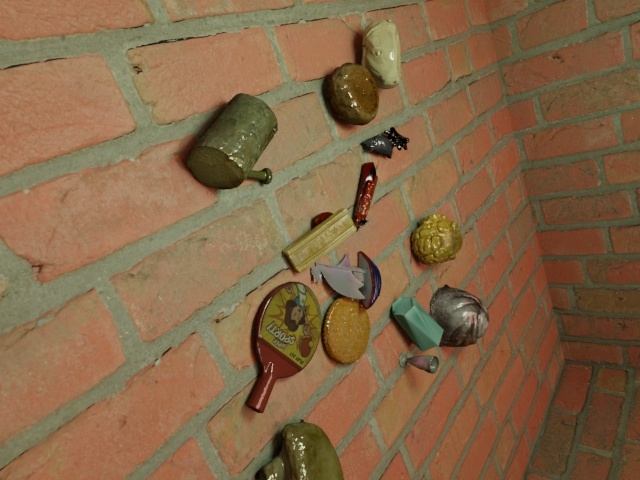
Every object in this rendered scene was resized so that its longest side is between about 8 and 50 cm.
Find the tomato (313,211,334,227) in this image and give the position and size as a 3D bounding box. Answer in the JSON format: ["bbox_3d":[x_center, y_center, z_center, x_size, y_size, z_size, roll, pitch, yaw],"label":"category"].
[{"bbox_3d":[0.021,-0.057,1.483,0.075,0.087,0.087,-45,122,-72],"label":"tomato"}]

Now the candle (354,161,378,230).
[{"bbox_3d":[0.170,-0.170,1.665,0.084,0.059,0.302,29,64,-28],"label":"candle"}]

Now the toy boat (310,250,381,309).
[{"bbox_3d":[0.113,0.151,1.551,0.318,0.072,0.219,-13,76,-47],"label":"toy boat"}]

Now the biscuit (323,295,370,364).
[{"bbox_3d":[0.096,0.321,1.560,0.253,0.035,0.254,5,83,-47],"label":"biscuit"}]

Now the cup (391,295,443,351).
[{"bbox_3d":[0.395,0.340,1.814,0.236,0.148,0.134,47,23,-27],"label":"cup"}]

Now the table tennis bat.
[{"bbox_3d":[-0.117,0.320,1.334,0.268,0.051,0.415,47,53,-33],"label":"table tennis bat"}]

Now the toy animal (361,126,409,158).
[{"bbox_3d":[0.244,-0.383,1.763,0.209,0.121,0.117,-19,145,-29],"label":"toy animal"}]

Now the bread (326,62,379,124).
[{"bbox_3d":[0.117,-0.537,1.595,0.229,0.122,0.230,10,76,-41],"label":"bread"}]

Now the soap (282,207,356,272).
[{"bbox_3d":[0.000,0.000,1.416,0.252,0.037,0.092,-37,116,-14],"label":"soap"}]

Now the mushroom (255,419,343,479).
[{"bbox_3d":[-0.028,0.677,1.295,0.291,0.211,0.218,24,77,-35],"label":"mushroom"}]

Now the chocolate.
[{"bbox_3d":[0.673,0.364,2.032,0.303,0.212,0.304,3,86,-47],"label":"chocolate"}]

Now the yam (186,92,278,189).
[{"bbox_3d":[-0.231,-0.275,1.188,0.161,0.161,0.268,49,52,-32],"label":"yam"}]

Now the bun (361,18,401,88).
[{"bbox_3d":[0.235,-0.727,1.704,0.259,0.159,0.260,-2,90,-72],"label":"bun"}]

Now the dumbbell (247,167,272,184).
[{"bbox_3d":[-0.199,-0.197,1.291,0.117,0.046,0.052,-1,82,-46],"label":"dumbbell"}]

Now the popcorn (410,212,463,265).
[{"bbox_3d":[0.520,-0.006,1.930,0.250,0.189,0.251,-13,108,-44],"label":"popcorn"}]

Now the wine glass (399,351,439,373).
[{"bbox_3d":[0.403,0.502,1.776,0.073,0.155,0.074,7,81,-46],"label":"wine glass"}]
